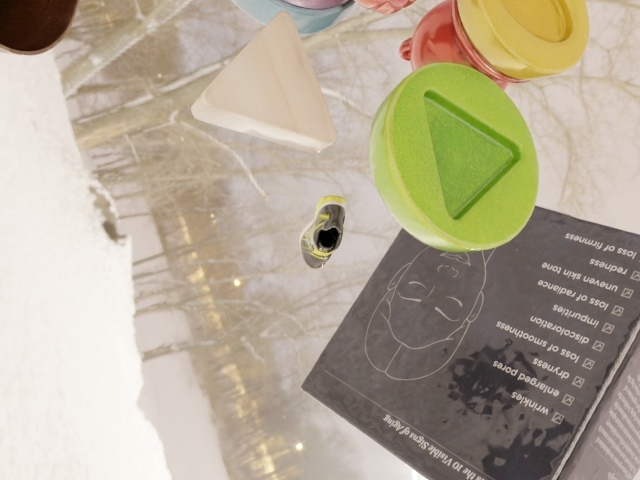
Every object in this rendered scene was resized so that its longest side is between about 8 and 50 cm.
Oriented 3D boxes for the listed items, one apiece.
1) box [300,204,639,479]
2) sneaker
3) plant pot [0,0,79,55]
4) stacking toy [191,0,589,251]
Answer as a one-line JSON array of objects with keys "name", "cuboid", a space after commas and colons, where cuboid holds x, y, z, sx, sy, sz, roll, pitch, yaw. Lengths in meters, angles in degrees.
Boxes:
[{"name": "box", "cuboid": [0.307, 0.204, 1.136, 0.480, 0.471, 0.297, 24, -15, 47]}, {"name": "sneaker", "cuboid": [0.000, 0.000, 0.548, 0.083, 0.031, 0.035, 108, -10, -48]}, {"name": "plant pot", "cuboid": [-0.376, -0.271, 0.591, 0.215, 0.230, 0.215, 1, 90, -76]}, {"name": "stacking toy", "cuboid": [0.036, -0.135, 0.498, 0.130, 0.309, 0.279, -23, -132, 60]}]
